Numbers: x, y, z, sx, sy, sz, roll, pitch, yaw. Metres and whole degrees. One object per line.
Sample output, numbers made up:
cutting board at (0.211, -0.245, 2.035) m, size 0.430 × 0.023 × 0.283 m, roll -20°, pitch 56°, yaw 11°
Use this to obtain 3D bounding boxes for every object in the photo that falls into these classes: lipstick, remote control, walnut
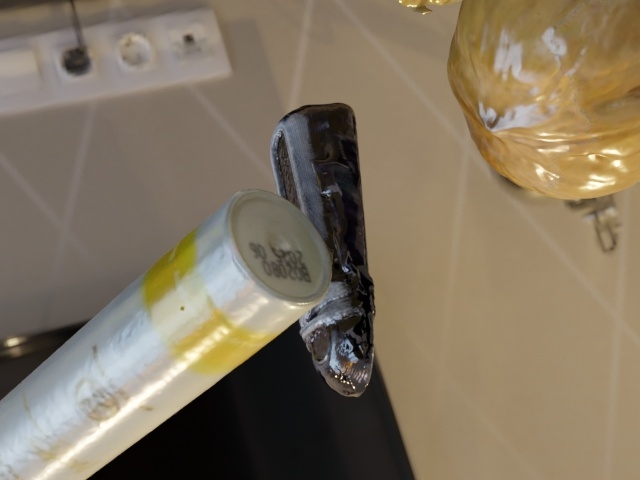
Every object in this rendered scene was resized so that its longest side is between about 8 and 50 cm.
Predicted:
lipstick at (-0.099, 0.068, 0.589) m, size 0.059 × 0.059 × 0.264 m, roll -6°, pitch 153°, yaw -50°
remote control at (0.000, 0.000, 1.006) m, size 0.066 × 0.266 × 0.090 m, roll 3°, pitch 144°, yaw -11°
walnut at (0.181, -0.134, 0.841) m, size 0.221 × 0.195 × 0.195 m, roll -45°, pitch -178°, yaw -24°

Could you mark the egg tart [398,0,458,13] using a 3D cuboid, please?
egg tart at (0.119, -0.278, 0.901) m, size 0.294 × 0.123 × 0.294 m, roll -21°, pitch 136°, yaw -23°
